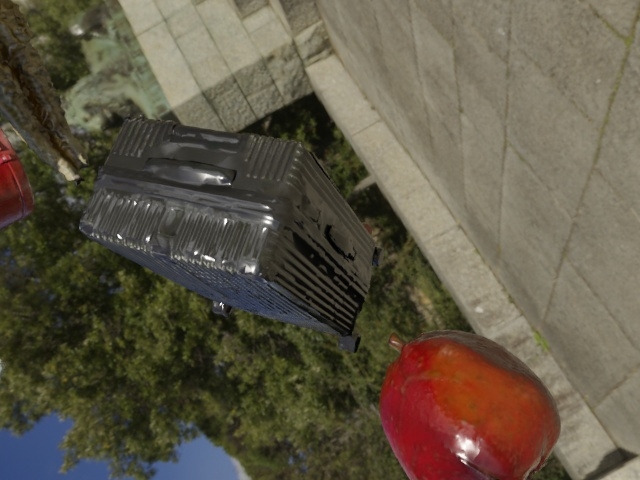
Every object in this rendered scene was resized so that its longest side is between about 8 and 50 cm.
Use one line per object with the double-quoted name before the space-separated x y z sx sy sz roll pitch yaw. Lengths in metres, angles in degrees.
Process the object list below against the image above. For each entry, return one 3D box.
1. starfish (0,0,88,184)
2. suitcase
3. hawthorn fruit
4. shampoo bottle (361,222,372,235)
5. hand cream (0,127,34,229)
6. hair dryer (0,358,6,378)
"starfish" -0.326 -0.207 0.553 0.082 0.433 0.324 20 180 28
"suitcase" -0.078 0.007 0.696 0.335 0.229 0.152 46 -122 -64
"hawthorn fruit" 0.214 0.267 0.958 0.307 0.265 0.265 41 170 29
"shampoo bottle" 0.001 -0.001 1.028 0.244 0.085 0.086 -8 -118 -48
"hand cream" -0.576 -0.104 0.941 0.230 0.149 0.230 26 135 29
"hair dryer" -0.598 0.267 1.063 0.081 0.137 0.047 26 -177 -8
